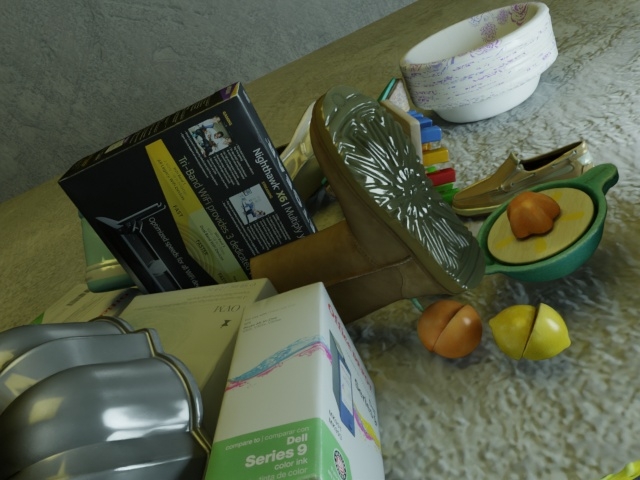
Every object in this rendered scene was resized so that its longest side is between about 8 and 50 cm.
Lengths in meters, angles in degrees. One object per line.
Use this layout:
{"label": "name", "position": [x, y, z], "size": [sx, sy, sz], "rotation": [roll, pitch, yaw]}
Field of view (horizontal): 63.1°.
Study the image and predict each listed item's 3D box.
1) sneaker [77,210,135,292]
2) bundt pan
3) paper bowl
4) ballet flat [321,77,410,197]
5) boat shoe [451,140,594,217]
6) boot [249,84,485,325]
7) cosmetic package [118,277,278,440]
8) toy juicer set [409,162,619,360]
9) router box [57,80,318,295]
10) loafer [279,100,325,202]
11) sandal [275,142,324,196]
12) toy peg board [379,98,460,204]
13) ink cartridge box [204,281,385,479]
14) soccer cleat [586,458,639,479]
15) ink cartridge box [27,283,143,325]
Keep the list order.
{"label": "sneaker", "position": [-0.238, -0.048, 0.855], "size": [0.319, 0.208, 0.127], "rotation": [-14, -4, -44]}
{"label": "bundt pan", "position": [-0.238, 0.215, 0.402], "size": [0.331, 0.124, 0.330], "rotation": [-9, 71, 30]}
{"label": "paper bowl", "position": [0.310, -0.338, 1.023], "size": [0.284, 0.148, 0.284], "rotation": [-22, 28, 12]}
{"label": "ballet flat", "position": [0.111, -0.176, 0.968], "size": [0.316, 0.106, 0.107], "rotation": [-58, 5, -29]}
{"label": "boat shoe", "position": [0.268, -0.090, 0.716], "size": [0.190, 0.072, 0.068], "rotation": [-18, 29, 18]}
{"label": "boot", "position": [0.000, 0.000, 0.552], "size": [0.270, 0.236, 0.089], "rotation": [-24, 16, 47]}
{"label": "cosmetic package", "position": [-0.161, 0.172, 0.584], "size": [0.224, 0.138, 0.224], "rotation": [-10, 33, 30]}
{"label": "toy juicer set", "position": [0.222, 0.010, 0.511], "size": [0.329, 0.089, 0.209], "rotation": [-26, 27, 28]}
{"label": "router box", "position": [-0.143, -0.015, 0.698], "size": [0.243, 0.308, 0.081], "rotation": [-23, 28, 6]}
{"label": "loafer", "position": [-0.024, -0.132, 0.957], "size": [0.092, 0.102, 0.268], "rotation": [19, 80, 20]}
{"label": "sandal", "position": [0.000, -0.162, 1.068], "size": [0.303, 0.120, 0.086], "rotation": [-30, -4, -10]}
{"label": "toy peg board", "position": [0.157, -0.130, 0.809], "size": [0.079, 0.160, 0.161], "rotation": [-12, 27, -5]}
{"label": "ink cartridge box", "position": [-0.011, 0.162, 0.444], "size": [0.093, 0.154, 0.212], "rotation": [-20, 28, 10]}
{"label": "soccer cleat", "position": [0.178, 0.179, 0.319], "size": [0.289, 0.093, 0.121], "rotation": [-32, 21, -10]}
{"label": "ink cartridge box", "position": [-0.380, 0.155, 0.851], "size": [0.219, 0.092, 0.160], "rotation": [0, 37, 41]}
